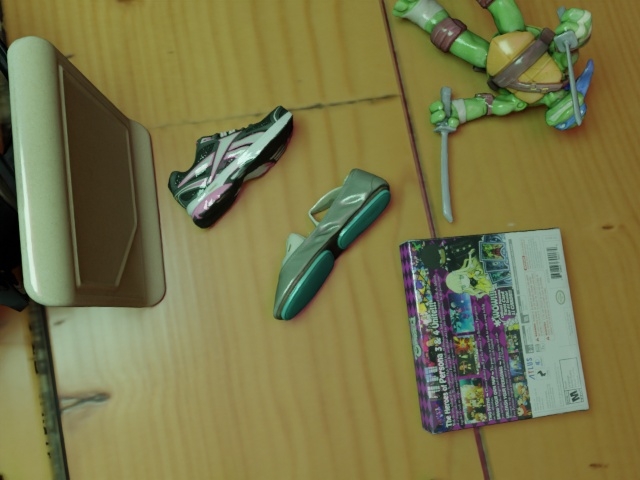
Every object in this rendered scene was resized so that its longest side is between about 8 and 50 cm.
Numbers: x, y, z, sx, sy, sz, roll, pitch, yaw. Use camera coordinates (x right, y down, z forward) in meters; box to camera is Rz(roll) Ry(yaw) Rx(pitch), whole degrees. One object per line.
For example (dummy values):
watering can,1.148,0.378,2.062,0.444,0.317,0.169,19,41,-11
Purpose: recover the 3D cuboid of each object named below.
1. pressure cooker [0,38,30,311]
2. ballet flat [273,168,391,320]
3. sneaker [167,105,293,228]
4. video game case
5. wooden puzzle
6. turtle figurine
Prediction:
pressure cooker,-0.436,-0.054,0.430,0.375,0.370,0.420,43,73,14
ballet flat,0.000,0.000,0.683,0.068,0.072,0.213,34,74,23
sneaker,-0.106,-0.103,0.669,0.077,0.072,0.178,41,70,8
video game case,0.215,0.106,0.713,0.210,0.042,0.231,-5,82,-12
wooden puzzle,-0.220,-0.044,0.555,0.044,0.238,0.220,-9,83,4
turtle figurine,0.204,-0.220,0.683,0.275,0.198,0.266,-39,87,-18
